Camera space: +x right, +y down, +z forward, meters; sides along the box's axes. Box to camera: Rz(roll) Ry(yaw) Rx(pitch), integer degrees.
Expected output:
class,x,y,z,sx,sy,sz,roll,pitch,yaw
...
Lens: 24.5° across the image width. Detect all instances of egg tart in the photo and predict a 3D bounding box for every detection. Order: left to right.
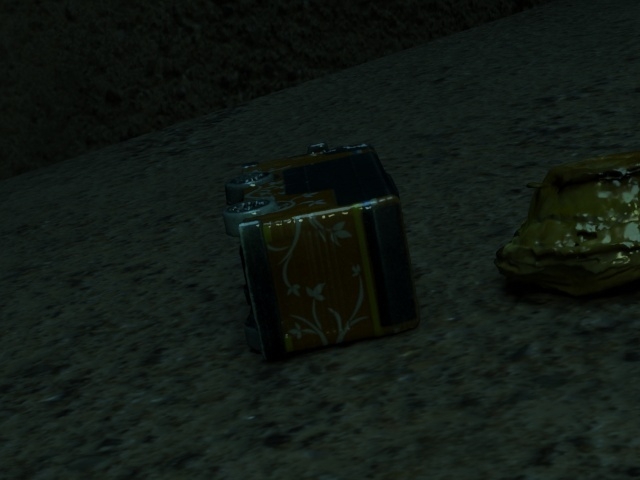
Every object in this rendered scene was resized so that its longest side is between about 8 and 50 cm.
class,x,y,z,sx,sy,sz,roll,pitch,yaw
egg tart,0.266,-0.024,1.310,0.241,0.106,0.241,-12,8,2

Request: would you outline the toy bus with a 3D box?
class,x,y,z,sx,sy,sz,roll,pitch,yaw
toy bus,0.000,0.000,1.379,0.167,0.138,0.275,-11,14,-1
